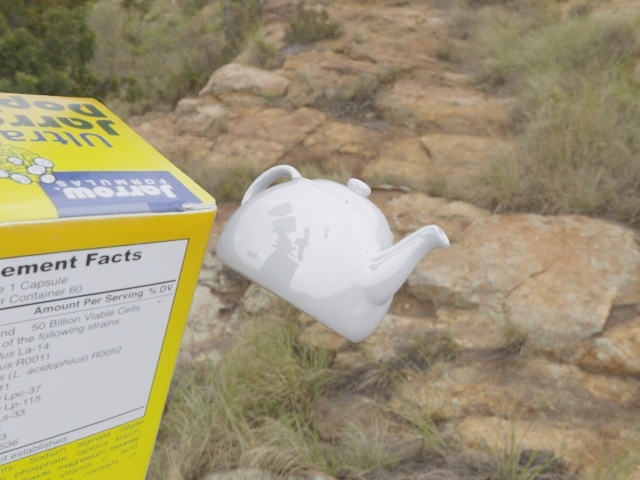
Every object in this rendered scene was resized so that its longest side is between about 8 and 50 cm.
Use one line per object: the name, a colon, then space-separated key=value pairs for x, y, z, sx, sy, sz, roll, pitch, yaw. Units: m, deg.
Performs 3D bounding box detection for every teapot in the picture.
teapot: x=0.000 y=0.000 z=0.831 sx=0.256 sy=0.187 sz=0.252 roll=31 pitch=-7 yaw=-2

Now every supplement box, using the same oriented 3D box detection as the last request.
supplement box: x=-0.245 y=0.088 z=0.477 sx=0.194 sy=0.356 sz=0.195 roll=-8 pitch=36 yaw=-45
